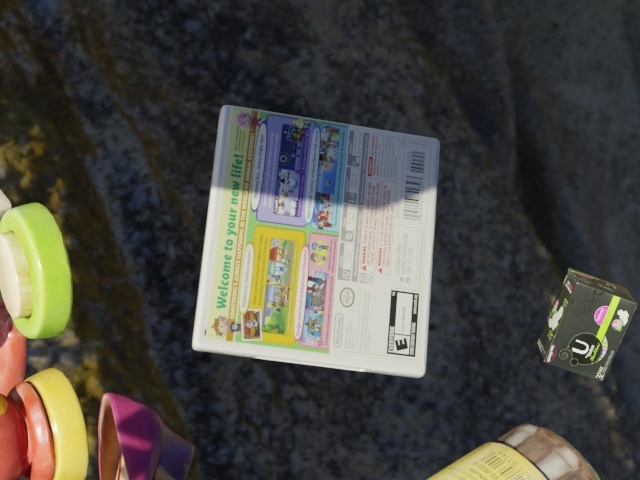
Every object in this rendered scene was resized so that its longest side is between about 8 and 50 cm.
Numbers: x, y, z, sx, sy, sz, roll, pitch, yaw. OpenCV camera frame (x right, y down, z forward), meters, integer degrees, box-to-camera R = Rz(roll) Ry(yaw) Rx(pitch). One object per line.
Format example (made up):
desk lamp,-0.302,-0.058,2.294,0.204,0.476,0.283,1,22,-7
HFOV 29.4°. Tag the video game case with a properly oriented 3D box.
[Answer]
video game case,0.000,0.000,1.023,0.193,0.023,0.212,8,73,-10

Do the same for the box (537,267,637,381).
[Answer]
box,0.249,0.078,1.145,0.062,0.052,0.083,19,106,-3

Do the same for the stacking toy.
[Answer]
stacking toy,-0.350,0.090,1.207,0.130,0.309,0.279,-10,112,-32

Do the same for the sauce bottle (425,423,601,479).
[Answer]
sauce bottle,0.025,0.238,0.762,0.344,0.111,0.111,-26,102,-21

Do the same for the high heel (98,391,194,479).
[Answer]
high heel,-0.316,0.418,1.799,0.181,0.127,0.377,42,46,-33
